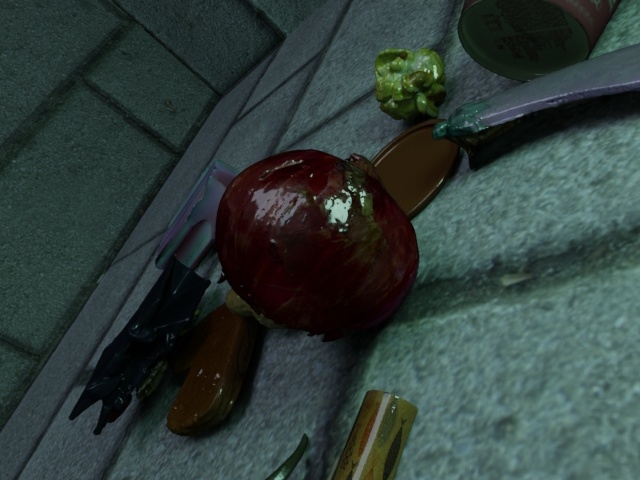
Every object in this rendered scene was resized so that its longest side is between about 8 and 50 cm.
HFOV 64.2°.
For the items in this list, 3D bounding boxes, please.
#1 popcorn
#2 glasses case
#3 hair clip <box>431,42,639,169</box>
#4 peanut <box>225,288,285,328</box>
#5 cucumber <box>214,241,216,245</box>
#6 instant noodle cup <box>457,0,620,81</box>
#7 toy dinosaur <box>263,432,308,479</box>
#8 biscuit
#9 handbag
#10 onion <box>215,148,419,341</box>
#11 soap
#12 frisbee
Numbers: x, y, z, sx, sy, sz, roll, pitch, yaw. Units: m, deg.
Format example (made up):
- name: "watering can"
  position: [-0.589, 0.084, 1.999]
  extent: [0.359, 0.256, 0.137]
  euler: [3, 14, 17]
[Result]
- name: "popcorn"
  position: [0.171, -0.291, 0.966]
  extent: [0.141, 0.162, 0.135]
  euler: [-39, -20, -31]
- name: "glasses case"
  position: [0.040, 0.243, 0.535]
  extent: [0.065, 0.041, 0.169]
  euler: [-12, 46, 54]
- name: "hair clip"
  position: [0.316, -0.184, 0.634]
  extent: [0.359, 0.110, 0.095]
  euler: [-19, 79, 41]
- name: "peanut"
  position: [-0.089, 0.105, 0.851]
  extent: [0.175, 0.080, 0.080]
  euler: [4, 55, 32]
- name: "cucumber"
  position: [-0.191, -0.021, 1.251]
  extent: [0.115, 0.062, 0.116]
  euler: [-7, 42, 53]
- name: "instant noodle cup"
  position: [0.308, -0.345, 0.704]
  extent: [0.235, 0.235, 0.178]
  euler: [7, 71, 61]
- name: "toy dinosaur"
  position: [-0.115, 0.323, 0.629]
  extent: [0.187, 0.087, 0.178]
  euler: [-28, 34, 37]
- name: "biscuit"
  position: [-0.206, 0.236, 0.939]
  extent: [0.262, 0.052, 0.277]
  euler: [-39, 27, 32]
- name: "handbag"
  position: [-0.367, 0.212, 1.082]
  extent: [0.303, 0.122, 0.329]
  euler: [-53, 14, 6]
- name: "onion"
  position: [0.000, 0.000, 0.672]
  extent: [0.276, 0.276, 0.276]
  euler: [-38, 28, 24]
- name: "soap"
  position: [-0.337, -0.067, 1.441]
  extent: [0.324, 0.109, 0.192]
  euler: [-49, 28, 25]
- name: "frisbee"
  position: [0.136, -0.109, 0.879]
  extent: [0.251, 0.021, 0.250]
  euler: [-37, 29, 24]
